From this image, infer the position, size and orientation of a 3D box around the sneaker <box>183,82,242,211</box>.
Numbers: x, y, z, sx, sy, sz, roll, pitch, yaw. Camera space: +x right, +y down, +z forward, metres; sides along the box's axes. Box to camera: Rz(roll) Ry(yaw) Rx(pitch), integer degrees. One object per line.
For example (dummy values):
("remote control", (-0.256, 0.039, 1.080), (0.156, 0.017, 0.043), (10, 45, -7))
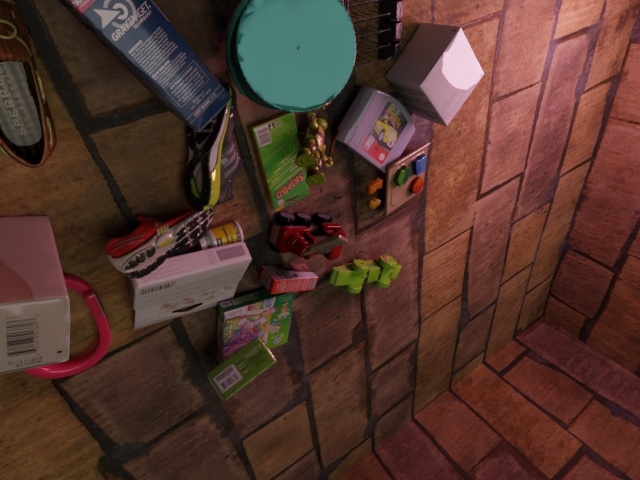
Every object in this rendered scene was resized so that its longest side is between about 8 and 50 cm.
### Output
("sneaker", (-0.245, -0.220, 0.986), (0.121, 0.111, 0.299), (-19, 128, -59))

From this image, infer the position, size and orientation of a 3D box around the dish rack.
("dish rack", (0.103, -0.546, 1.051), (0.272, 0.074, 0.208), (-27, 130, -27))

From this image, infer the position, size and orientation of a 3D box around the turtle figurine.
("turtle figurine", (-0.018, -0.270, 1.093), (0.269, 0.087, 0.217), (80, 17, -52))

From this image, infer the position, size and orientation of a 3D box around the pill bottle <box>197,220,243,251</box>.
("pill bottle", (-0.273, -0.007, 1.116), (0.116, 0.065, 0.065), (-20, 129, -28))

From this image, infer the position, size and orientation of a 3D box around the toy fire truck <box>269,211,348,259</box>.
("toy fire truck", (0.000, 0.000, 1.211), (0.217, 0.246, 0.158), (-1, 118, -39))

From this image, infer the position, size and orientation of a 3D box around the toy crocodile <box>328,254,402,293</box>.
("toy crocodile", (0.175, 0.116, 1.548), (0.341, 0.105, 0.115), (-5, 121, -31))

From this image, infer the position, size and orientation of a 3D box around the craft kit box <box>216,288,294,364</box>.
("craft kit box", (-0.214, 0.274, 1.349), (0.250, 0.061, 0.246), (-14, 133, -32))

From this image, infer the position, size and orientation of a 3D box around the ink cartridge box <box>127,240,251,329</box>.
("ink cartridge box", (-0.360, 0.123, 1.122), (0.297, 0.066, 0.261), (-14, 155, -33))

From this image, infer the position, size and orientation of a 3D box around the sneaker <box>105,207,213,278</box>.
("sneaker", (-0.379, -0.027, 0.990), (0.279, 0.118, 0.107), (-38, 159, -42))

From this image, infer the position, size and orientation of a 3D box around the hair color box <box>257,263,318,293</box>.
("hair color box", (-0.103, 0.119, 1.318), (0.167, 0.093, 0.053), (1, 117, -40))

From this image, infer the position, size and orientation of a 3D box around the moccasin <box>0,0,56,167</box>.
("moccasin", (-0.534, -0.297, 0.650), (0.139, 0.147, 0.379), (-18, 128, -30))

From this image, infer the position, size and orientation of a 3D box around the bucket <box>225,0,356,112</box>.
("bucket", (-0.066, -0.407, 0.875), (0.282, 0.183, 0.281), (-6, 114, -13))

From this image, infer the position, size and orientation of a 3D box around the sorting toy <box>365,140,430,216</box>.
("sorting toy", (0.267, -0.184, 1.403), (0.307, 0.041, 0.229), (-34, 143, -29))

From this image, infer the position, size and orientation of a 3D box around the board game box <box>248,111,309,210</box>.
("board game box", (-0.107, -0.213, 1.136), (0.124, 0.039, 0.259), (-29, 130, -22))

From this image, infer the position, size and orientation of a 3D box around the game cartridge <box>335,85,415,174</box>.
("game cartridge", (0.180, -0.333, 1.255), (0.294, 0.060, 0.196), (19, 101, -52))

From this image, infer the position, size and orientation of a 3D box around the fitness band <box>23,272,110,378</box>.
("fitness band", (-0.628, 0.206, 0.983), (0.209, 0.054, 0.290), (-19, 127, -26))

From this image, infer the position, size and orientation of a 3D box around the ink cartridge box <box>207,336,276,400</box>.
("ink cartridge box", (-0.244, 0.405, 1.329), (0.189, 0.097, 0.255), (-35, 173, -13))

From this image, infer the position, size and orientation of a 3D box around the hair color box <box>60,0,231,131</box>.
("hair color box", (-0.334, -0.371, 0.745), (0.105, 0.174, 0.347), (-48, 137, -4))

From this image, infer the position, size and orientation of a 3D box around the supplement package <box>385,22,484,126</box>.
("supplement package", (0.342, -0.493, 1.231), (0.203, 0.149, 0.194), (30, 97, -46))

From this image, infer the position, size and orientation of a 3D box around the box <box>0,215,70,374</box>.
("box", (-0.556, 0.083, 0.766), (0.121, 0.311, 0.147), (-4, 119, -38))
